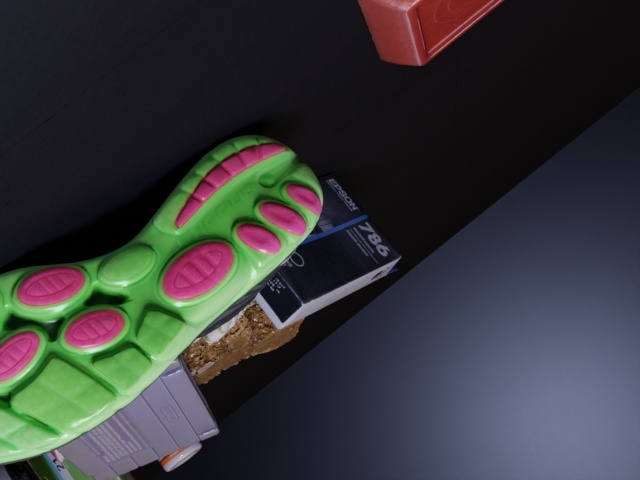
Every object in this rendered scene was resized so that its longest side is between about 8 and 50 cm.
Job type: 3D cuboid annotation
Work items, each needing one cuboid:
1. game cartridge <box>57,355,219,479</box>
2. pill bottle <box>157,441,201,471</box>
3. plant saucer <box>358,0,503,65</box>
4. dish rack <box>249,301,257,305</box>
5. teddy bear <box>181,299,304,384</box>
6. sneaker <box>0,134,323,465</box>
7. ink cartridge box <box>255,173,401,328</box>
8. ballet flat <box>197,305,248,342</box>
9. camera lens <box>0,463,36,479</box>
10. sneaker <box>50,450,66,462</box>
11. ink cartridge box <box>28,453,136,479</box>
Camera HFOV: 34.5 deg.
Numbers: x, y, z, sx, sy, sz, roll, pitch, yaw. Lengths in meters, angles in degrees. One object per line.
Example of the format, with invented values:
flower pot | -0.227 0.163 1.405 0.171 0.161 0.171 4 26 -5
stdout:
game cartridge | -0.295 0.267 1.578 0.230 0.068 0.355 -18 153 -5
pill bottle | -0.305 0.362 1.990 0.086 0.152 0.086 -36 169 -8
plant saucer | 0.164 -0.286 1.067 0.259 0.048 0.258 -38 170 4
dish rack | -0.076 0.031 1.556 0.208 0.074 0.271 -45 167 30
teddy bear | -0.197 0.164 1.696 0.338 0.113 0.245 -29 161 -9
sneaker | -0.195 0.079 1.061 0.483 0.185 0.202 -32 164 -24
ink cartridge box | 0.000 0.000 1.423 0.065 0.165 0.332 -46 168 31
ballet flat | -0.172 0.104 1.395 0.091 0.077 0.241 -43 155 29
camera lens | -0.529 0.478 1.554 0.274 0.219 0.219 -35 169 -16
sneaker | -0.416 0.323 1.711 0.075 0.063 0.170 -43 169 -9
ink cartridge box | -0.408 0.429 1.831 0.097 0.189 0.255 -36 169 -7
